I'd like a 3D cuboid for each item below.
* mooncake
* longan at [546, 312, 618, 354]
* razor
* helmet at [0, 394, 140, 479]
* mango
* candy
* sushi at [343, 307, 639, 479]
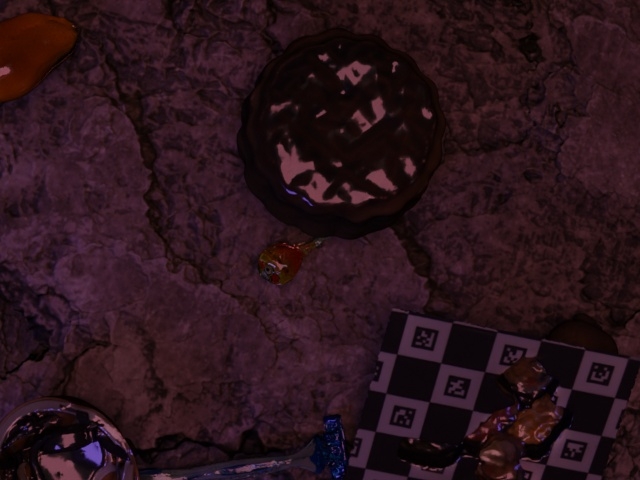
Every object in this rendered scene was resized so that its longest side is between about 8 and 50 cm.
[{"bbox_3d":[0.028,-0.149,1.794,0.290,0.161,0.290,1,80,-6],"label":"mooncake"},{"bbox_3d":[0.375,0.158,1.867,0.106,0.106,0.119,24,55,-5],"label":"longan"},{"bbox_3d":[-0.120,0.319,1.828,0.324,0.056,0.093,-9,91,-6],"label":"razor"},{"bbox_3d":[-0.347,0.308,1.767,0.198,0.130,0.224,-34,102,-2],"label":"helmet"},{"bbox_3d":[-0.416,-0.257,1.804,0.159,0.084,0.105,-35,76,-26],"label":"mango"},{"bbox_3d":[0.000,0.000,1.858,0.201,0.060,0.060,-30,91,-15],"label":"candy"},{"bbox_3d":[0.229,0.265,1.840,0.359,0.064,0.343,11,113,-5],"label":"sushi"}]
